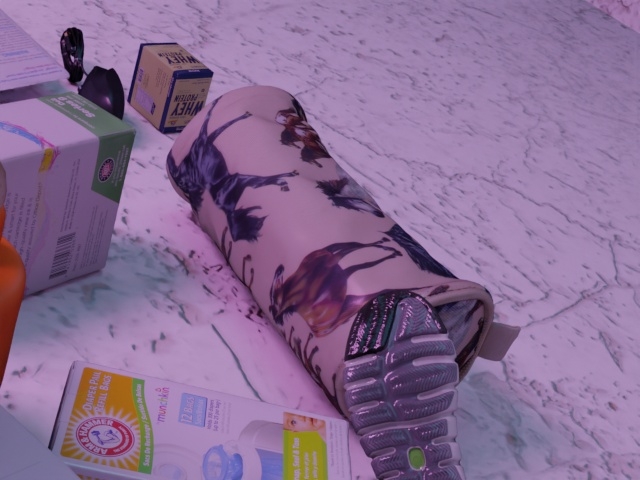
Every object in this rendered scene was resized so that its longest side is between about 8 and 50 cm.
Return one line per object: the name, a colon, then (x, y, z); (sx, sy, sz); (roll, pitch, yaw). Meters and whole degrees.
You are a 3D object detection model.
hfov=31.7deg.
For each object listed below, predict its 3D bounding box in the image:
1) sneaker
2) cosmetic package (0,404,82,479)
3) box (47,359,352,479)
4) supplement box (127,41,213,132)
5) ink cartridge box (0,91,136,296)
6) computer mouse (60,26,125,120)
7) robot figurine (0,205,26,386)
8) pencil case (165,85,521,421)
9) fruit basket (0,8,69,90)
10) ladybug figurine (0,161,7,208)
sneaker: (0.068, 0.161, 0.853); (0.086, 0.132, 0.228); (-8, 63, 2)
cosmetic package: (-0.232, 0.183, 0.581); (0.151, 0.183, 0.151); (34, 32, 27)
box: (-0.089, 0.174, 0.773); (0.203, 0.103, 0.114); (14, 28, -9)
supplement box: (-0.186, -0.189, 1.388); (0.056, 0.083, 0.083); (-11, 41, -42)
ink cartridge box: (-0.276, -0.031, 0.971); (0.093, 0.154, 0.212); (32, 31, 23)
computer mouse: (-0.287, -0.197, 1.355); (0.041, 0.071, 0.242); (8, 27, -32)
robot figurine: (-0.268, 0.065, 0.734); (0.128, 0.219, 0.158); (-3, 36, -37)
pencil case: (0.000, 0.000, 1.084); (0.184, 0.160, 0.410); (9, 28, -39)
fruit basket: (-0.518, -0.261, 1.287); (0.353, 0.165, 0.327); (47, 36, 16)
ladybug figurine: (-0.354, -0.012, 0.562); (0.449, 0.161, 0.305); (3, 25, 20)
